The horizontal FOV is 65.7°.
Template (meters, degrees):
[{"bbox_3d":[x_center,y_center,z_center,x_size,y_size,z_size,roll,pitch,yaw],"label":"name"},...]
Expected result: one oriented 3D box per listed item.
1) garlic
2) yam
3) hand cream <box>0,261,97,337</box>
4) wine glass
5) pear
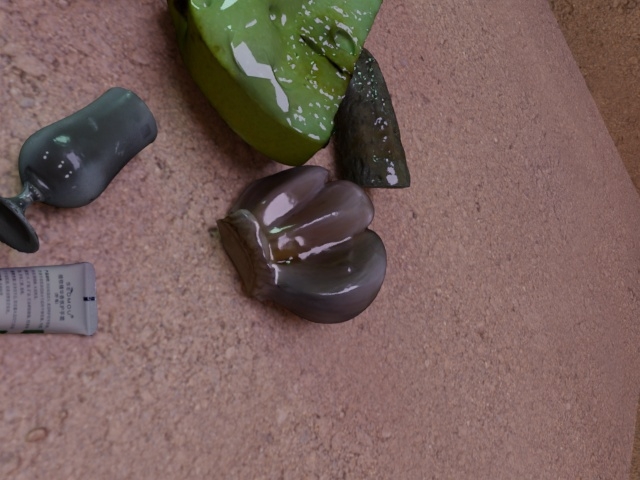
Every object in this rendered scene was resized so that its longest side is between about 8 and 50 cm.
[{"bbox_3d":[-0.001,0.000,0.829,0.325,0.132,0.279,-21,84,-37],"label":"garlic"},{"bbox_3d":[0.089,-0.243,1.007,0.133,0.133,0.331,1,73,-42],"label":"yam"},{"bbox_3d":[-0.379,0.066,0.532,0.276,0.059,0.096,5,73,-47],"label":"hand cream"},{"bbox_3d":[-0.305,-0.097,0.612,0.103,0.103,0.231,50,46,-20],"label":"wine glass"},{"bbox_3d":[-0.099,-0.312,0.792,0.317,0.238,0.343,30,64,-19],"label":"pear"}]
